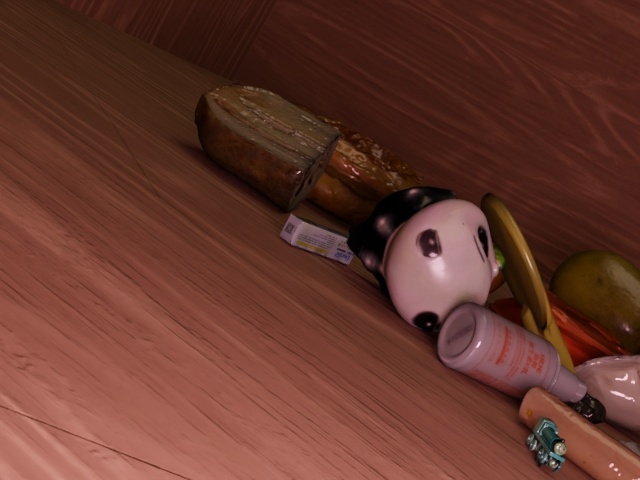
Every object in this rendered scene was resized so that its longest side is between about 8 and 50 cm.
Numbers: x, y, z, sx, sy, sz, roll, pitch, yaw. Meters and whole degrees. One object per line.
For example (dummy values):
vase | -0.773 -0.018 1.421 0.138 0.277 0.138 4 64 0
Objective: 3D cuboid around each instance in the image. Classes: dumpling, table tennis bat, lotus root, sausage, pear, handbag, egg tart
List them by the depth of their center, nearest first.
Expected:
sausage | 0.384 0.294 1.214 0.301 0.066 0.066 34 9 28
table tennis bat | 0.341 0.092 1.551 0.224 0.054 0.369 -113 180 -77
dumpling | 0.539 0.246 1.648 0.247 0.172 0.142 11 44 -23
lotus root | -0.128 -0.181 1.860 0.260 0.149 0.267 28 27 5
handbag | 0.508 0.201 1.940 0.303 0.116 0.410 31 9 -4
egg tart | 0.049 -0.160 2.191 0.443 0.178 0.443 31 11 -7
pear | 0.697 0.164 2.333 0.253 0.253 0.307 22 14 -44

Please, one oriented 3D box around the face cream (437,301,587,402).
face cream | 0.293 0.181 1.392 0.251 0.101 0.101 27 10 -25

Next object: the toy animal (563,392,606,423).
toy animal | 0.419 0.266 1.517 0.065 0.047 0.135 45 9 26

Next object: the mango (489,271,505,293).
mango | 0.337 0.041 2.242 0.177 0.120 0.295 20 10 -16

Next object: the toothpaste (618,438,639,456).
toothpaste | 0.467 0.340 1.317 0.060 0.038 0.233 25 14 -17

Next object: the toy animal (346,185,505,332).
toy animal | 0.185 0.027 1.518 0.212 0.213 0.267 27 10 -27

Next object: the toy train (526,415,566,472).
toy train | 0.277 0.248 1.157 0.029 0.045 0.092 28 7 -5

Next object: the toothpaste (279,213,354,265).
toothpaste | 0.000 0.000 1.585 0.034 0.046 0.164 34 9 40
